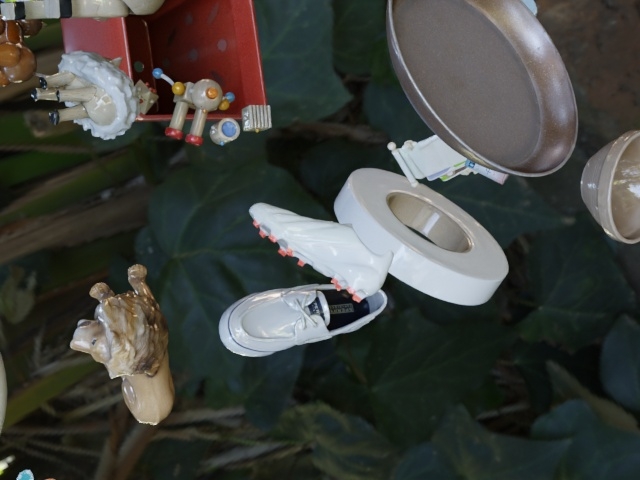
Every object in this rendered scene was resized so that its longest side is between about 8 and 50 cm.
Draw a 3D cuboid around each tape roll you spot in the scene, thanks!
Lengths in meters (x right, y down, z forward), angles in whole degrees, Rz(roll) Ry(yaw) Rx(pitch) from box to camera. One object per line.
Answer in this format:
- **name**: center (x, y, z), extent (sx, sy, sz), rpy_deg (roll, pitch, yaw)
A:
- **tape roll**: center (0.211, -0.014, 2.015), extent (0.392, 0.392, 0.072), rpy_deg (45, 117, 31)

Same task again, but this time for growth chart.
- **growth chart**: center (0.263, -0.174, 1.884), extent (0.172, 0.237, 0.021), rpy_deg (59, -167, -53)

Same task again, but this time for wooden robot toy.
- **wooden robot toy**: center (-0.130, -0.151, 1.108), extent (0.079, 0.173, 0.076), rpy_deg (-8, 69, 62)

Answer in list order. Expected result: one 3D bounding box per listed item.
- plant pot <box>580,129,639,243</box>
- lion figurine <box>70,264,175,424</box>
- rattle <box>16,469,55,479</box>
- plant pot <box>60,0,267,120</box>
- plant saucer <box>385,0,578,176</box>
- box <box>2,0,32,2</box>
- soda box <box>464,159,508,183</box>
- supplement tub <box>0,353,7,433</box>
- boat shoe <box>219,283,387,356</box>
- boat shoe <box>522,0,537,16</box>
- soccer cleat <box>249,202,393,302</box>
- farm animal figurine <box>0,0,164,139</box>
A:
- **plant pot**: center (0.625, -0.117, 2.031), extent (0.109, 0.237, 0.237), rpy_deg (13, 124, 46)
- **lion figurine**: center (-0.303, 0.207, 1.636), extent (0.392, 0.142, 0.240), rpy_deg (74, 172, -47)
- **rattle**: center (-0.505, 0.465, 1.508), extent (0.130, 0.199, 0.143), rpy_deg (62, -172, -13)
- **plant pot**: center (-0.275, -0.310, 1.575), extent (0.235, 0.267, 0.267), rpy_deg (-7, 91, 45)
- **plant saucer**: center (0.191, -0.209, 1.182), extent (0.050, 0.310, 0.311), rpy_deg (-33, 83, 45)
- **box**: center (-0.570, -0.461, 1.690), extent (0.109, 0.042, 0.178), rpy_deg (47, 172, -35)
- **soda box**: center (0.267, -0.150, 1.375), extent (0.063, 0.183, 0.058), rpy_deg (28, 125, 11)
- **supplement tub**: center (-0.352, 0.103, 0.743), extent (0.272, 0.191, 0.191), rpy_deg (6, 118, 65)
- **boat shoe**: center (-0.019, 0.110, 1.432), extent (0.088, 0.267, 0.096), rpy_deg (-30, 67, 53)
- **boat shoe**: center (0.331, -0.456, 1.771), extent (0.183, 0.065, 0.083), rpy_deg (58, -173, 16)
- **soccer cleat**: center (0.000, 0.000, 1.194), extent (0.196, 0.076, 0.068), rpy_deg (32, 169, 20)
- **farm animal figurine**: center (-0.269, -0.312, 1.048), extent (0.326, 0.172, 0.330), rpy_deg (33, 123, 38)
